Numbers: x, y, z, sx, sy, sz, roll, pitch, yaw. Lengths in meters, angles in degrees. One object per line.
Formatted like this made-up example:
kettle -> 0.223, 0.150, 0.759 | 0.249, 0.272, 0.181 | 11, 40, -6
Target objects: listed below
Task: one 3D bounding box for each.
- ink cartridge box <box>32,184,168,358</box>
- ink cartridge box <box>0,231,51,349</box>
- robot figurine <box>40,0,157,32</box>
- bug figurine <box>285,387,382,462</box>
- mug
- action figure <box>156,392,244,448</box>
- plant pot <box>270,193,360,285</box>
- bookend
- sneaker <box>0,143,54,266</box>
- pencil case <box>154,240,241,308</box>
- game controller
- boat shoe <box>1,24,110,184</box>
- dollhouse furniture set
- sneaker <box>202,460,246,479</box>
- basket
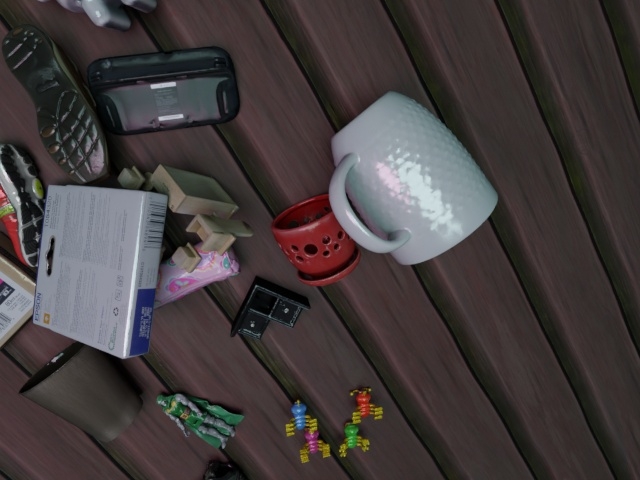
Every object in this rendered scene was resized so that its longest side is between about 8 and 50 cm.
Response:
ink cartridge box -> -0.476, 0.049, 0.869 | 0.330, 0.071, 0.324 | 8, 91, 30
ink cartridge box -> -0.767, 0.131, 0.957 | 0.235, 0.088, 0.193 | -45, 107, 4
robot figurine -> -0.469, -0.586, 0.766 | 0.300, 0.200, 0.353 | -29, 107, 8
bug figurine -> 0.034, 0.531, 1.185 | 0.279, 0.072, 0.216 | -4, 111, -12
mug -> 0.162, -0.127, 0.905 | 0.328, 0.276, 0.374 | 51, 53, -10
action figure -> -0.346, 0.486, 1.125 | 0.232, 0.063, 0.137 | 34, 100, -11
plant pot -> 0.000, 0.000, 0.992 | 0.191, 0.191, 0.174 | -26, 113, -2
bookend -> -0.133, 0.200, 1.077 | 0.156, 0.072, 0.157 | 26, 99, -14
sneaker -> -0.691, -0.075, 0.927 | 0.119, 0.107, 0.278 | -6, 102, 12
pencil case -> -0.339, 0.088, 0.992 | 0.284, 0.124, 0.124 | -25, 106, -4
game controller -> -0.349, -0.336, 0.927 | 0.319, 0.067, 0.166 | -9, 119, -6
boat shoe -> -0.530, -0.282, 0.871 | 0.123, 0.120, 0.323 | -19, 100, 1
dollhouse furniture set -> -0.362, 0.019, 0.948 | 0.303, 0.174, 0.355 | 47, 108, 21
sneaker -> -0.334, 0.711, 1.169 | 0.228, 0.087, 0.130 | -23, 104, -6
basket -> -0.573, 0.379, 1.019 | 0.204, 0.154, 0.226 | -34, 110, 2
